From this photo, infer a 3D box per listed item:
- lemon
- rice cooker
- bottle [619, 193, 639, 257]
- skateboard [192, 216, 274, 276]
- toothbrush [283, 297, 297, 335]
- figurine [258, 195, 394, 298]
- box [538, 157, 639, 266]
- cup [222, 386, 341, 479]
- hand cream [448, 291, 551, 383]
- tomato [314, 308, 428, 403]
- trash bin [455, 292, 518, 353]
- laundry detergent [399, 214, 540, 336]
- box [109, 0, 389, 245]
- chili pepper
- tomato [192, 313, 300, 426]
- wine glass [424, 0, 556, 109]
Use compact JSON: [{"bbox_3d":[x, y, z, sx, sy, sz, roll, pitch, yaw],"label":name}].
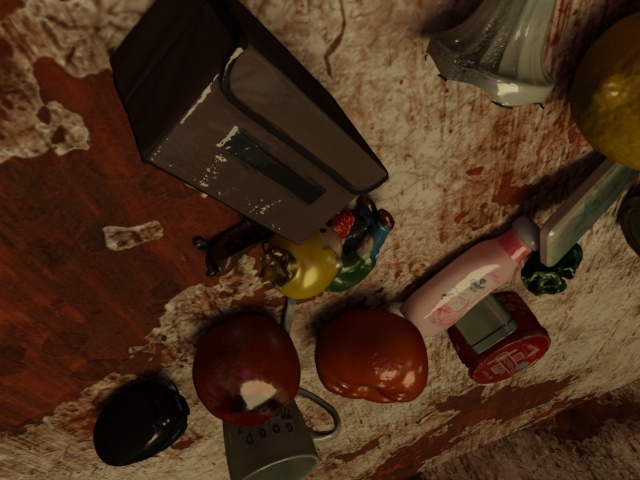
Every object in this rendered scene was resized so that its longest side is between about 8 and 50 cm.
[{"bbox_3d":[0.482,-0.214,0.758,0.253,0.228,0.228,15,131,-18],"label":"lemon"},{"bbox_3d":[-0.359,0.370,1.080,0.203,0.142,0.118,-30,155,9],"label":"rice cooker"},{"bbox_3d":[0.872,-0.080,1.185,0.351,0.171,0.171,-22,143,-6],"label":"bottle"},{"bbox_3d":[-0.116,0.005,0.840,0.151,0.067,0.080,-31,152,3],"label":"skateboard"},{"bbox_3d":[-0.070,0.181,1.102,0.021,0.027,0.269,1,136,-11],"label":"toothbrush"},{"bbox_3d":[0.011,0.006,0.821,0.185,0.127,0.234,-48,147,15],"label":"figurine"},{"bbox_3d":[0.526,-0.077,1.036,0.285,0.044,0.142,-44,142,-7],"label":"box"},{"bbox_3d":[-0.090,0.401,1.183,0.258,0.234,0.186,-14,142,-11],"label":"cup"},{"bbox_3d":[0.457,0.251,1.375,0.230,0.149,0.230,-13,142,-11],"label":"hand cream"},{"bbox_3d":[0.115,0.245,1.132,0.259,0.180,0.260,11,155,5],"label":"tomato"},{"bbox_3d":[0.373,0.180,1.247,0.116,0.130,0.059,-41,169,20],"label":"trash bin"},{"bbox_3d":[0.330,0.080,1.145,0.335,0.088,0.159,-43,137,23],"label":"laundry detergent"},{"bbox_3d":[-0.076,-0.134,0.589,0.153,0.188,0.252,-41,143,17],"label":"box"},{"bbox_3d":[0.503,0.057,1.171,0.253,0.099,0.083,-23,115,-50],"label":"chili pepper"},{"bbox_3d":[-0.138,0.251,1.016,0.208,0.184,0.208,-16,144,-12],"label":"tomato"},{"bbox_3d":[0.232,-0.274,0.615,0.165,0.165,0.196,0,130,-29],"label":"wine glass"}]
